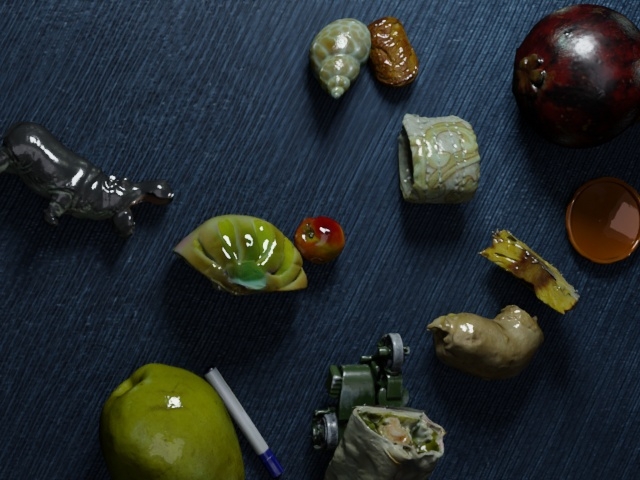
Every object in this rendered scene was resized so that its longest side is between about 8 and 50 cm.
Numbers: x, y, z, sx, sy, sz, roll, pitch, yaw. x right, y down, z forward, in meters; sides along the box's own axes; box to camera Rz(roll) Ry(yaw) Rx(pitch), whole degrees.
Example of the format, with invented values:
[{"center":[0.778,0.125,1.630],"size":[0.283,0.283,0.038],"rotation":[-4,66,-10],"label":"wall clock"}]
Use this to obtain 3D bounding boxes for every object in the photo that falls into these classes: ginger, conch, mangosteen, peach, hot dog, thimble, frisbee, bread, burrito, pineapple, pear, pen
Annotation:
[{"center":[0.340,0.215,1.956],"size":[0.267,0.138,0.152],"rotation":[2,79,-24],"label":"ginger"},{"center":[0.032,-0.367,1.865],"size":[0.116,0.106,0.173],"rotation":[25,92,14],"label":"conch"},{"center":[0.536,-0.329,1.897],"size":[0.311,0.311,0.311],"rotation":[-1,93,-12],"label":"mangosteen"},{"center":[0.000,0.000,1.891],"size":[0.101,0.101,0.100],"rotation":[-1,93,-12],"label":"peach"},{"center":[0.145,-0.382,1.913],"size":[0.099,0.065,0.147],"rotation":[-30,103,-9],"label":"hot dog"},{"center":[0.238,-0.168,1.911],"size":[0.143,0.137,0.190],"rotation":[-4,79,-10],"label":"thimble"},{"center":[0.620,-0.044,2.049],"size":[0.192,0.035,0.192],"rotation":[-1,93,-13],"label":"frisbee"},{"center":[-0.154,0.026,1.828],"size":[0.261,0.158,0.156],"rotation":[-3,90,-14],"label":"bread"},{"center":[0.115,0.476,1.853],"size":[0.190,0.135,0.332],"rotation":[2,129,-21],"label":"burrito"},{"center":[0.448,0.071,1.974],"size":[0.233,0.135,0.079],"rotation":[44,106,15],"label":"pineapple"},{"center":[-0.279,0.387,1.779],"size":[0.253,0.253,0.307],"rotation":[-37,112,-8],"label":"pear"},{"center":[-0.157,0.370,1.908],"size":[0.033,0.033,0.269],"rotation":[-34,99,-8],"label":"pen"}]

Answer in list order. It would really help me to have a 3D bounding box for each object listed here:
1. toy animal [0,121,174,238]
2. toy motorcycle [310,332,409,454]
[{"center":[-0.460,-0.095,1.781],"size":[0.343,0.106,0.168],"rotation":[25,81,-19],"label":"toy animal"},{"center":[0.084,0.318,1.917],"size":[0.205,0.127,0.275],"rotation":[0,100,-11],"label":"toy motorcycle"}]
